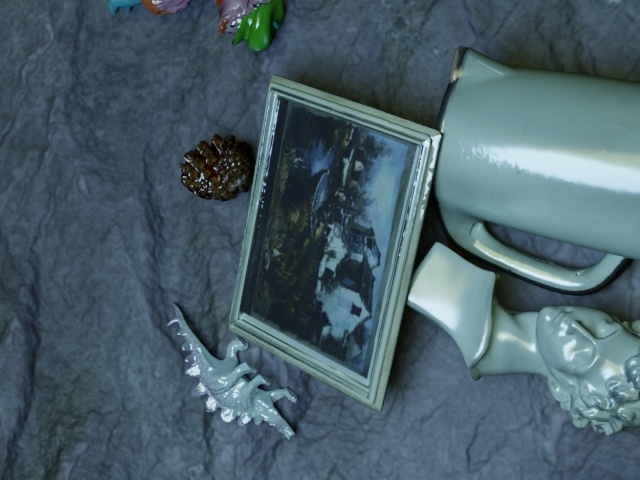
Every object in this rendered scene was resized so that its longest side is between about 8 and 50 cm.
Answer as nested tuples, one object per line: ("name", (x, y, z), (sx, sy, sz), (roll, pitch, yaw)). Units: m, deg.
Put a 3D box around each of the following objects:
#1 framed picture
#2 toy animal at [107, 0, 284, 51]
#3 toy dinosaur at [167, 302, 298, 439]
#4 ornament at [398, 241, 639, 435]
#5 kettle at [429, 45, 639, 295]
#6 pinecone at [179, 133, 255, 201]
("framed picture", (0.000, 0.000, 1.148), (0.232, 0.019, 0.296), (24, 111, 38))
("toy animal", (-0.139, -0.278, 1.252), (0.208, 0.100, 0.103), (14, 54, 20))
("toy dinosaur", (-0.107, 0.149, 1.246), (0.082, 0.039, 0.209), (-47, 75, 13))
("ornament", (0.207, 0.099, 1.108), (0.285, 0.130, 0.120), (21, 89, 24))
("kettle", (0.236, -0.054, 1.087), (0.255, 0.165, 0.240), (12, 121, 19))
("pinecone", (-0.115, -0.081, 1.239), (0.083, 0.077, 0.077), (7, 91, 28))
